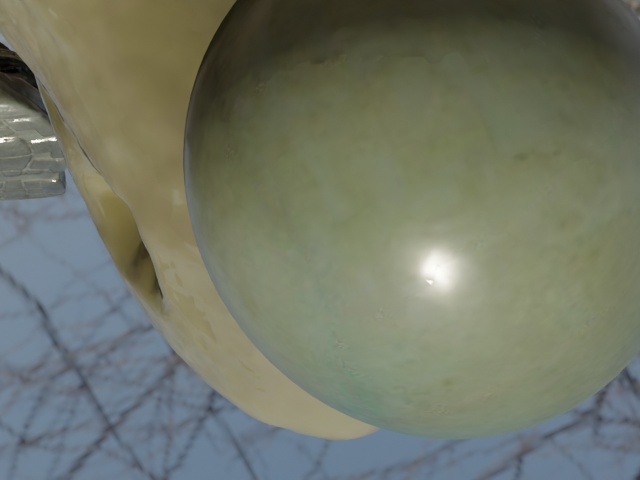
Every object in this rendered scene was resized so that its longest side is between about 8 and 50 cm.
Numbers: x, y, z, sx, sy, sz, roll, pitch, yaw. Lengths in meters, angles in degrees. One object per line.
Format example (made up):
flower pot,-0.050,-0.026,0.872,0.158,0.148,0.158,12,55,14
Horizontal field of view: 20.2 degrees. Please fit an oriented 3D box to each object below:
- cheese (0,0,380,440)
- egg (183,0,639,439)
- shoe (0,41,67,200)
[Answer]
cheese,0.024,-0.130,0.751,0.328,0.351,0.129,-34,-172,-19
egg,0.029,-0.012,0.413,0.114,0.152,0.114,-7,-115,14
shoe,-0.239,-0.106,1.367,0.099,0.125,0.227,-1,166,-7
